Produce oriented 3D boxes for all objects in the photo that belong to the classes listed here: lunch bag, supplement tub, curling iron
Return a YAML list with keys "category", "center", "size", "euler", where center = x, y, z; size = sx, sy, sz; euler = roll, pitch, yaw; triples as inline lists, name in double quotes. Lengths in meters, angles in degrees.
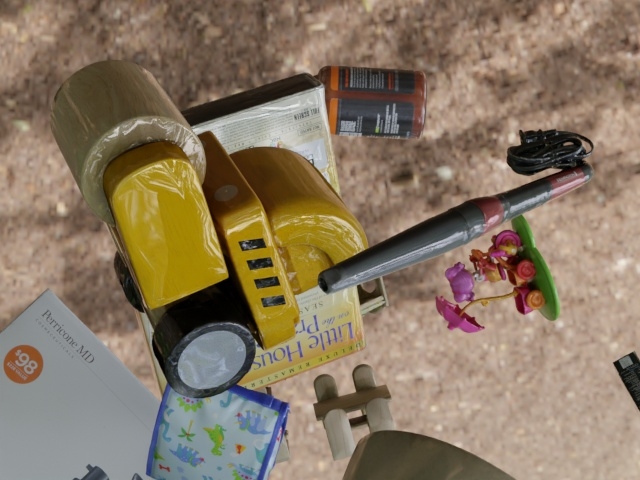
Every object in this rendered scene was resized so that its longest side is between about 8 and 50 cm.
- category: "lunch bag"
  center: [-0.104, 0.196, 1.292]
  size: [0.128, 0.096, 0.151]
  euler: [19, 136, 5]
- category: "supplement tub"
  center: [0.056, -0.206, 1.843]
  size: [0.197, 0.106, 0.106]
  euler: [4, 144, -2]
- category: "curling iron"
  center: [0.107, -0.019, 0.940]
  size: [0.274, 0.068, 0.035]
  euler: [-30, 131, -30]

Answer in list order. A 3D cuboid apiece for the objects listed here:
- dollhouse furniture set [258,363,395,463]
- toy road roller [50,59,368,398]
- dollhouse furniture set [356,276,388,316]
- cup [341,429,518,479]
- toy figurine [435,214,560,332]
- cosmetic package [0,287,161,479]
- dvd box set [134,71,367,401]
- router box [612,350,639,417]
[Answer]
- category: "dollhouse furniture set"
  center: [0.001, 0.281, 2.216]
  size: [0.242, 0.212, 0.161]
  euler: [-15, 101, -2]
- category: "toy road roller"
  center: [-0.098, -0.035, 1.218]
  size: [0.240, 0.202, 0.330]
  euler: [-25, 129, -10]
- category: "dollhouse furniture set"
  center: [0.003, 0.108, 2.206]
  size: [0.160, 0.101, 0.182]
  euler: [-12, -176, 34]
- category: "cup"
  center: [0.128, 0.425, 1.511]
  size: [0.331, 0.237, 0.331]
  euler: [26, 149, 17]
- category: "toy figurine"
  center: [0.241, 0.064, 1.806]
  size: [0.159, 0.130, 0.173]
  euler: [-20, 104, -8]
- category: "cosmetic package"
  center: [-0.292, 0.289, 1.459]
  size: [0.284, 0.377, 0.097]
  euler: [-45, 177, -15]
- category: "dvd box set"
  center: [-0.111, 0.015, 1.659]
  size: [0.307, 0.062, 0.421]
  euler: [-20, 122, -13]
- category: "router box"
  center: [0.464, 0.219, 1.797]
  size: [0.038, 0.092, 0.122]
  euler: [-30, 156, 7]
